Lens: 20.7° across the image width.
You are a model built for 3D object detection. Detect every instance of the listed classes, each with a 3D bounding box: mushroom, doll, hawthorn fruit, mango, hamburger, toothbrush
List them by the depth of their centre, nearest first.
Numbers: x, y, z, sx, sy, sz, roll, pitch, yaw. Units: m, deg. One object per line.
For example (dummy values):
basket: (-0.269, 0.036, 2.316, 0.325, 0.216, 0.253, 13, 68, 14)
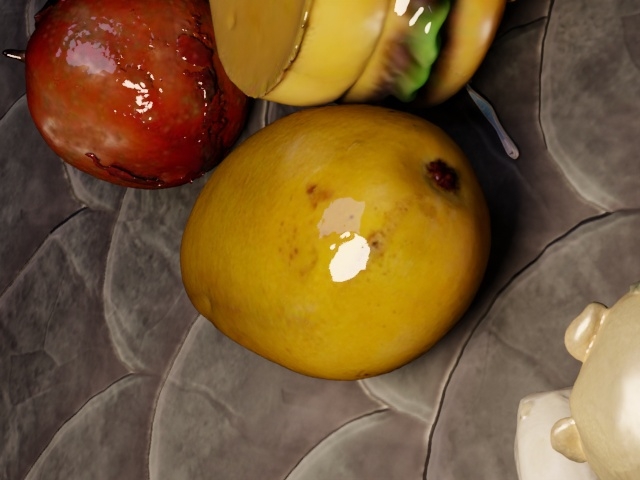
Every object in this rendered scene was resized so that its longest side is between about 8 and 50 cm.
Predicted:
doll: (0.350, 0.164, 1.419, 0.349, 0.247, 0.247, 27, 87, 40)
mushroom: (0.234, 0.262, 1.567, 0.097, 0.109, 0.351, -12, 47, 7)
mango: (0.000, 0.000, 1.886, 0.445, 0.232, 0.300, -2, 70, 56)
hamburger: (0.055, -0.317, 1.939, 0.396, 0.277, 0.396, 180, 90, -68)
toothbrush: (0.184, -0.142, 1.942, 0.014, 0.017, 0.162, -61, 34, 31)
hawthorn fruit: (-0.225, -0.216, 2.207, 0.316, 0.316, 0.316, -25, 50, 34)
